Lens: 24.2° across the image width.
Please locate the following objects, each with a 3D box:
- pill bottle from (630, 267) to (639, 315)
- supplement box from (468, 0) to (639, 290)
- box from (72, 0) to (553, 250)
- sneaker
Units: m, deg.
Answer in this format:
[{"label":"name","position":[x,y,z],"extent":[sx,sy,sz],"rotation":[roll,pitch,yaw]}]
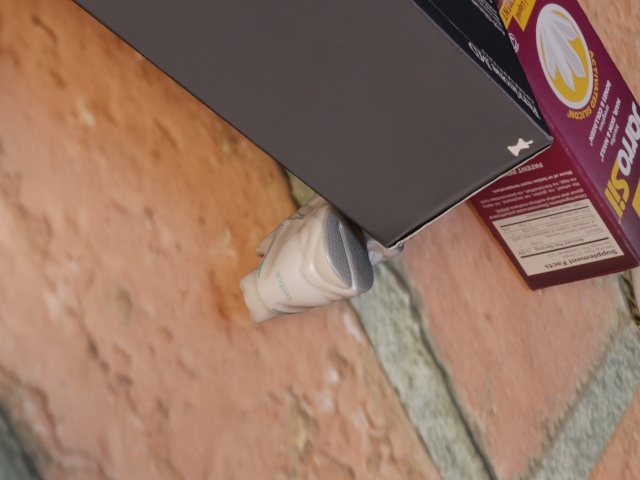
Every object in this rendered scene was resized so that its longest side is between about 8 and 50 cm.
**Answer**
[{"label":"pill bottle","position":[0.356,0.009,1.008],"extent":[0.146,0.264,0.146],"rotation":[21,62,-47]},{"label":"supplement box","position":[0.127,-0.075,0.896],"extent":[0.188,0.081,0.104],"rotation":[52,43,-28]},{"label":"box","position":[-0.026,-0.142,0.660],"extent":[0.261,0.103,0.184],"rotation":[37,25,-39]},{"label":"sneaker","position":[0.000,0.000,0.737],"extent":[0.053,0.061,0.152],"rotation":[63,19,-4]}]
